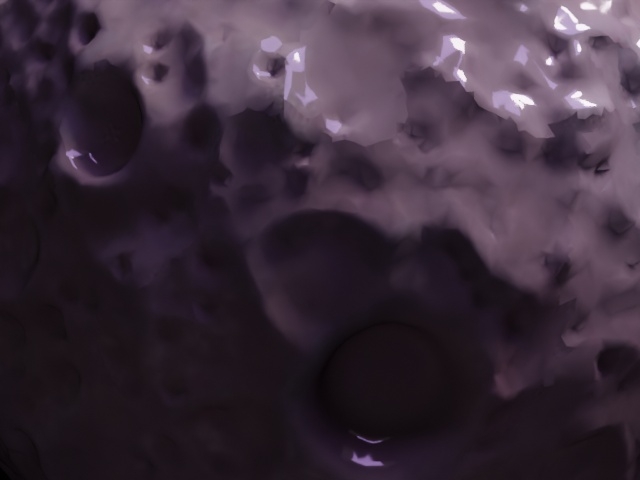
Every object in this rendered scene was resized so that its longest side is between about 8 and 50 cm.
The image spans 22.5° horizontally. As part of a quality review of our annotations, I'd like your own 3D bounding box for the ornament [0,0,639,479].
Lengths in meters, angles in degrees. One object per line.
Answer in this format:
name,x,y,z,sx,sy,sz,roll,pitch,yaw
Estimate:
ornament,0.000,0.000,0.497,0.259,0.225,0.259,22,12,-5
